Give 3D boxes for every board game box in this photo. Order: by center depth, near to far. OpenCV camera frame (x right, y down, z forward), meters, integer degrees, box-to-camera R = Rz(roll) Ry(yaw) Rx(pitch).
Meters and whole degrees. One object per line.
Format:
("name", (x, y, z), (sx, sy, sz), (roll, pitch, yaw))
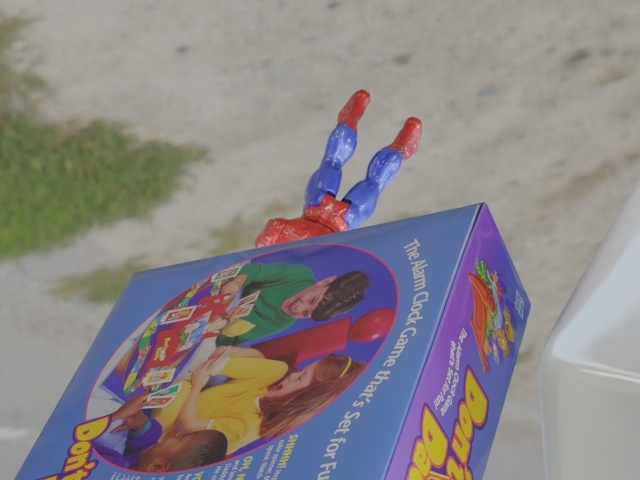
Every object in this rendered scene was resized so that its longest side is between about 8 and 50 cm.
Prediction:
("board game box", (-0.044, 0.130, 0.850), (0.233, 0.347, 0.078), (-11, 122, 27))

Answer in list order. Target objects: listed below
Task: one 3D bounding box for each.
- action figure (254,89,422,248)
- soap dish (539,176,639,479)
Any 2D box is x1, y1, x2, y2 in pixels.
("action figure", (0.000, 0.000, 1.426), (0.091, 0.280, 0.139), (26, 126, 3))
("soap dish", (0.205, 0.067, 0.789), (0.118, 0.229, 0.291), (11, 138, -11))
